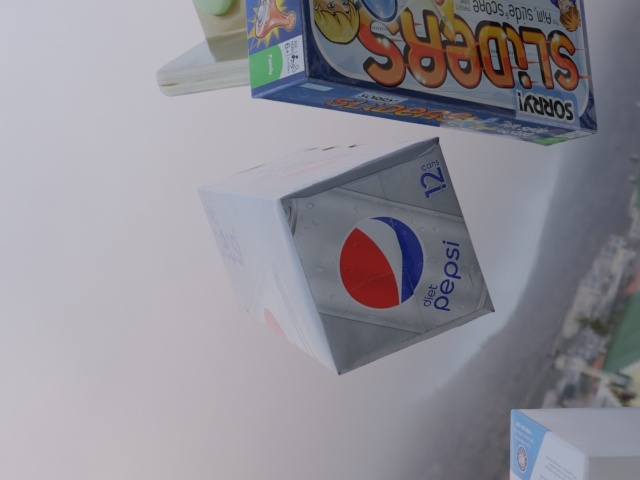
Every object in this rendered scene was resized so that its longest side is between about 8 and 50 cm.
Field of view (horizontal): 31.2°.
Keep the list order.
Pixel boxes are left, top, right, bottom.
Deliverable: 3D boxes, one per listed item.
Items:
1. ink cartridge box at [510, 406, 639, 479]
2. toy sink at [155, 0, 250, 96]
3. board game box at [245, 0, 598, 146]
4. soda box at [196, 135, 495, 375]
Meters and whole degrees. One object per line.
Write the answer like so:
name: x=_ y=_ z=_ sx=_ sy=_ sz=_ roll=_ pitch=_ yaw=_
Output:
ink cartridge box: x=0.298 y=0.308 z=1.077 sx=0.198 sy=0.197 sz=0.270 roll=-156 pitch=67 yaw=-79
toy sink: x=-0.002 y=-0.197 z=0.694 sx=0.234 sy=0.152 sz=0.131 roll=-44 pitch=-58 yaw=-47
board game box: x=0.050 y=-0.121 z=0.523 sx=0.201 sy=0.035 sz=0.136 roll=2 pitch=-100 yaw=-44
soda box: x=0.000 y=0.000 z=0.693 sx=0.286 sy=0.091 sz=0.098 roll=-165 pitch=55 yaw=-75
